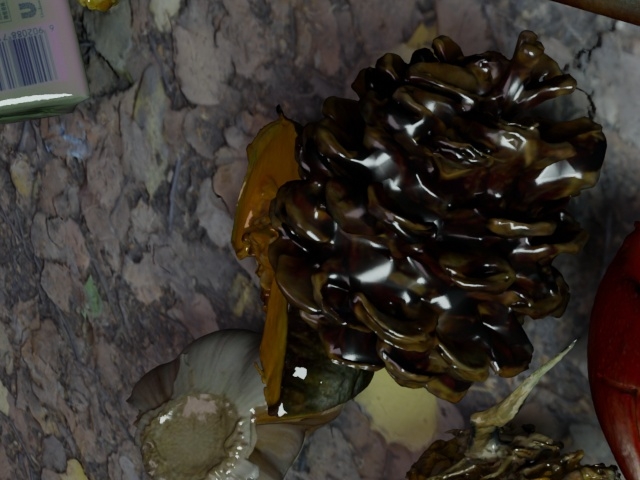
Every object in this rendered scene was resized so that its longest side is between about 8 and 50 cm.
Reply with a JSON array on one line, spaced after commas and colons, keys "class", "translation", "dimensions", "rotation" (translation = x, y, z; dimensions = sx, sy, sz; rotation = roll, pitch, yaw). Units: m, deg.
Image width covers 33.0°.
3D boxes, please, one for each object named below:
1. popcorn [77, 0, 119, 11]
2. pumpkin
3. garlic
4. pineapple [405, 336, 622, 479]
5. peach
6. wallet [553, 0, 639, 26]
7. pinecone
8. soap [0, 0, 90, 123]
[{"class": "popcorn", "translation": [-0.221, -0.275, 1.095], "dimensions": [0.057, 0.082, 0.083], "rotation": [39, 173, 5]}, {"class": "pumpkin", "translation": [0.004, 0.002, 0.914], "dimensions": [0.278, 0.111, 0.163], "rotation": [-108, 29, -53]}, {"class": "garlic", "translation": [-0.068, 0.213, 1.019], "dimensions": [0.207, 0.207, 0.257], "rotation": [-30, 89, 45]}, {"class": "pineapple", "translation": [0.104, 0.220, 0.836], "dimensions": [0.334, 0.161, 0.158], "rotation": [113, 143, -62]}, {"class": "peach", "translation": [0.264, 0.086, 0.666], "dimensions": [0.190, 0.196, 0.226], "rotation": [-18, 91, 13]}, {"class": "wallet", "translation": [0.216, -0.194, 0.699], "dimensions": [0.255, 0.031, 0.137], "rotation": [27, 149, 38]}, {"class": "pinecone", "translation": [0.076, -0.020, 0.762], "dimensions": [0.243, 0.243, 0.257], "rotation": [44, 149, 26]}, {"class": "soap", "translation": [-0.338, -0.226, 1.143], "dimensions": [0.182, 0.138, 0.199], "rotation": [-170, 67, -73]}]
